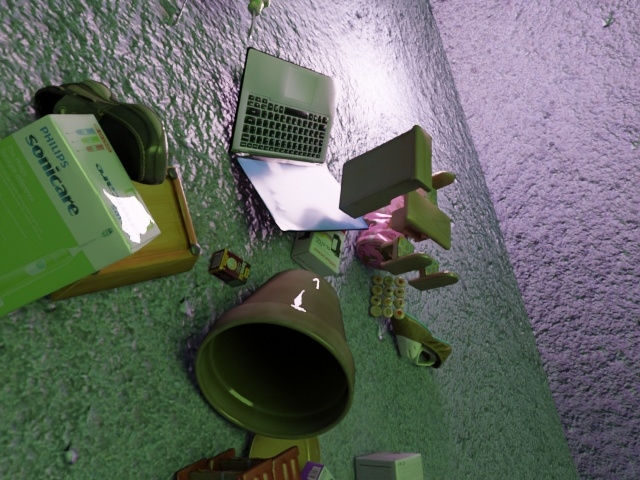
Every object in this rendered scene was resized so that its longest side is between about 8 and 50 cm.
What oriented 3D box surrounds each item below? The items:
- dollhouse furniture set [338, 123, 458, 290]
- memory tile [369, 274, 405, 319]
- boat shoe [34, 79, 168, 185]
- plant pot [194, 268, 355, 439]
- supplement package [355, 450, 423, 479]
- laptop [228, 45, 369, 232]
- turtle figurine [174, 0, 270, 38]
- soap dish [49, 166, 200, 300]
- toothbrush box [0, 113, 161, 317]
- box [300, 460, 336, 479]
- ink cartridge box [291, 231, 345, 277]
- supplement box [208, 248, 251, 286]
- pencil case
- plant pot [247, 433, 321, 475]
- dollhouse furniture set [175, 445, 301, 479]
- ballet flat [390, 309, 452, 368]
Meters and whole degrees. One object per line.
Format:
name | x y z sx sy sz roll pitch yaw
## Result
dollhouse furniture set | 0.282 -0.109 1.398 0.394 0.257 0.361 30 54 -36
memory tile | 0.216 0.180 1.590 0.012 0.113 0.147 94 3 -61
boat shoe | -0.379 -0.178 0.837 0.130 0.356 0.132 -16 125 -41
plant pot | -0.071 0.216 1.086 0.323 0.323 0.280 57 24 -20
supplement package | 0.191 0.705 1.325 0.134 0.139 0.243 15 67 -47
laptop | -0.019 -0.251 1.325 0.382 0.237 0.407 -3 109 -52
turtle figurine | -0.243 -0.623 1.271 0.266 0.198 0.274 -43 122 -66
soap dish | -0.370 -0.032 0.921 0.291 0.118 0.228 -13 87 -53
toothbrush box | -0.418 -0.027 0.715 0.206 0.284 0.122 63 10 -12
box | -0.032 0.676 1.091 0.293 0.057 0.200 -55 127 -40
ink cartridge box | 0.000 0.000 1.403 0.127 0.073 0.175 40 48 -36
supplement box | -0.209 0.064 1.145 0.083 0.043 0.054 37 49 -38
pencil case | 0.236 -0.077 1.651 0.160 0.167 0.385 58 41 -37
plant pot | -0.086 0.510 1.142 0.236 0.033 0.236 22 61 -46
dollhouse furniture set | -0.133 0.592 0.917 0.152 0.202 0.373 3 74 -52
ballet flat | 0.329 0.351 1.673 0.342 0.116 0.124 38 69 -41
